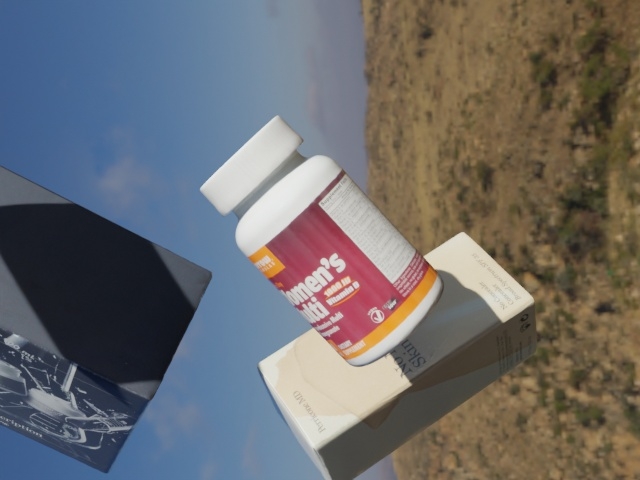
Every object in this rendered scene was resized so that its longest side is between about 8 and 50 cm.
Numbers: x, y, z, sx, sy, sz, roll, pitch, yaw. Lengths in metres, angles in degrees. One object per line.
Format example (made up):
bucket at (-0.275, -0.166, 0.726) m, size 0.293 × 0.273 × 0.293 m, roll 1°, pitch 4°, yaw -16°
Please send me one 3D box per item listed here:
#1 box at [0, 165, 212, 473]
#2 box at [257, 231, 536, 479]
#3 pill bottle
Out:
box at (-0.350, 0.097, 1.087) m, size 0.312 × 0.343 × 0.179 m, roll -55°, pitch 11°, yaw 54°
box at (0.096, 0.143, 1.090) m, size 0.148 × 0.311 × 0.121 m, roll 47°, pitch 164°, yaw 38°
pill bottle at (0.000, 0.000, 0.829) m, size 0.221 × 0.121 × 0.121 m, roll 47°, pitch -172°, yaw -6°
